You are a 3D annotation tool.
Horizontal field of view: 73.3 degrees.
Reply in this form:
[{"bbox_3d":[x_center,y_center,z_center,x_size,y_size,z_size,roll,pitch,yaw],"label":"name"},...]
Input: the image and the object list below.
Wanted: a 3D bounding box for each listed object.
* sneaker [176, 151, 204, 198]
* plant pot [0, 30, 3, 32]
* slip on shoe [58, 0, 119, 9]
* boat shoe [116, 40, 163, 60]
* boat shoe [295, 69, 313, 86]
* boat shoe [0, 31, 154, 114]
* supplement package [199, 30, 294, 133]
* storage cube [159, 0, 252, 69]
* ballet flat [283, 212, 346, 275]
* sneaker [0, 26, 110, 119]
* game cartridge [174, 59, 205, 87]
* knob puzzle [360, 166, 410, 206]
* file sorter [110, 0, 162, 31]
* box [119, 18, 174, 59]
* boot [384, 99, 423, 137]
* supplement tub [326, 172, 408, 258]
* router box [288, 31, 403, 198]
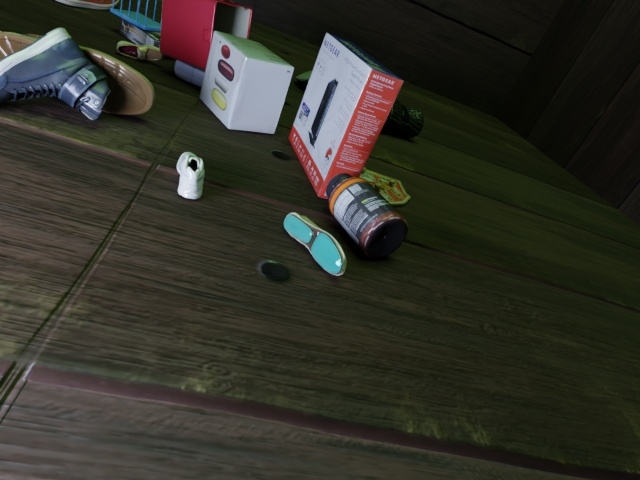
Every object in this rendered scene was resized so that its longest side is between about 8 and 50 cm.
[{"bbox_3d":[-0.243,-0.139,0.823,0.053,0.061,0.152,7,32,-24],"label":"sneaker"},{"bbox_3d":[-0.808,-0.445,0.942,0.236,0.033,0.236,18,29,-11],"label":"plant pot"},{"bbox_3d":[-0.887,-0.957,1.649,0.122,0.101,0.331,23,28,2],"label":"slip on shoe"},{"bbox_3d":[-0.556,-0.578,1.326,0.135,0.050,0.045,3,37,-14],"label":"boat shoe"},{"bbox_3d":[0.004,-0.649,1.783,0.114,0.091,0.302,-34,36,-20],"label":"boat shoe"},{"bbox_3d":[-0.528,-0.379,0.953,0.341,0.123,0.123,13,32,-6],"label":"boat shoe"},{"bbox_3d":[-0.209,-0.430,1.181,0.149,0.194,0.203,-6,40,-40],"label":"supplement package"},{"bbox_3d":[-0.348,-0.635,1.306,0.193,0.215,0.183,25,30,16],"label":"storage cube"},{"bbox_3d":[0.000,0.000,0.778,0.052,0.057,0.168,1,36,-51],"label":"ballet flat"},{"bbox_3d":[-0.518,-0.280,0.826,0.163,0.086,0.226,51,62,-24],"label":"sneaker"},{"bbox_3d":[-0.315,-0.528,1.411,0.293,0.060,0.196,17,27,-11],"label":"game cartridge"},{"bbox_3d":[0.160,-0.150,1.159,0.213,0.030,0.213,18,30,-11],"label":"knob puzzle"},{"bbox_3d":[-0.609,-0.800,1.472,0.170,0.105,0.118,33,31,16],"label":"file sorter"},{"bbox_3d":[-0.563,-0.705,1.514,0.231,0.056,0.183,40,34,26],"label":"box"},{"bbox_3d":[0.258,-0.573,1.756,0.259,0.131,0.348,4,58,-33],"label":"boot"},{"bbox_3d":[0.085,-0.060,0.883,0.105,0.106,0.198,2,36,-34],"label":"supplement tub"},{"bbox_3d":[0.039,-0.309,1.055,0.082,0.301,0.336,9,32,-25],"label":"router box"}]
